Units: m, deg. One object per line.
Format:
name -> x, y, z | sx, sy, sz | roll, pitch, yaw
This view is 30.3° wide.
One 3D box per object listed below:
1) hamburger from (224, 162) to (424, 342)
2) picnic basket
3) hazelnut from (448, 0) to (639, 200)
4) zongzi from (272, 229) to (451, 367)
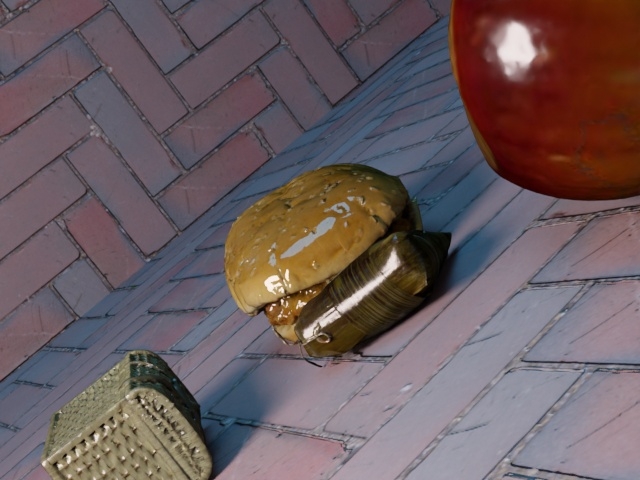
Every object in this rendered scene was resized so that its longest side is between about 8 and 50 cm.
hamburger -> -0.001, 0.001, 1.487 | 0.259, 0.144, 0.283 | -37, 15, -3
picnic basket -> -0.203, 0.217, 1.298 | 0.154, 0.134, 0.196 | -36, 11, -4
hazelnut -> 0.277, -0.224, 1.127 | 0.359, 0.359, 0.409 | -34, 20, 12
zongzi -> 0.059, 0.057, 1.321 | 0.187, 0.084, 0.184 | -37, -3, 19
